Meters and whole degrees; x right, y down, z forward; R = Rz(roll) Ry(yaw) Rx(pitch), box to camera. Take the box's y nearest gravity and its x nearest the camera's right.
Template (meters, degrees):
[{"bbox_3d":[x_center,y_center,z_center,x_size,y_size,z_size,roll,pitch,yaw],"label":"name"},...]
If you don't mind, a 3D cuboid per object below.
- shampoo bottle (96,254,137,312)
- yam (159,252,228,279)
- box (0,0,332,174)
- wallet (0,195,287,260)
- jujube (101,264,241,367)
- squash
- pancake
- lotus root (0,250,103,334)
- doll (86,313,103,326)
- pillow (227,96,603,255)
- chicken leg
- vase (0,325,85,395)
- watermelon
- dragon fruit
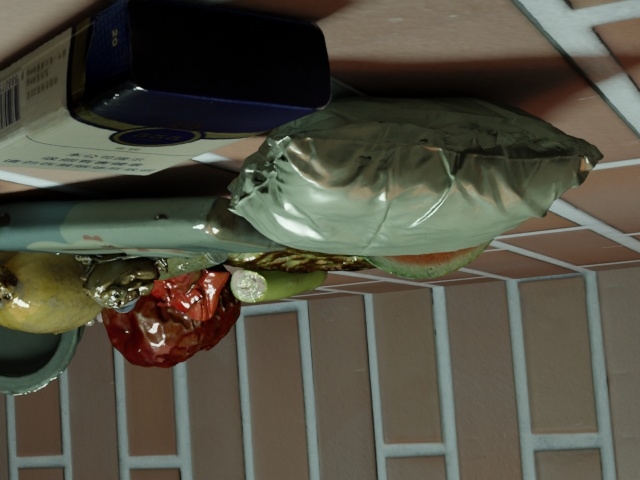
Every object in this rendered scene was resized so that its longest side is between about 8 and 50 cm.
[{"bbox_3d":[-0.315,0.053,1.841,0.072,0.072,0.214,-3,154,-8],"label":"shampoo bottle"},{"bbox_3d":[-0.209,0.015,1.824,0.078,0.078,0.179,2,167,-43],"label":"yam"},{"bbox_3d":[-0.133,-0.106,0.873,0.168,0.071,0.259,2,172,-38],"label":"box"},{"bbox_3d":[-0.229,-0.018,1.486,0.360,0.083,0.252,0,177,23],"label":"wallet"},{"bbox_3d":[-0.264,0.116,2.083,0.213,0.213,0.232,-10,-167,41],"label":"jujube"},{"bbox_3d":[-0.065,0.066,2.147,0.083,0.083,0.250,-8,-176,32],"label":"squash"},{"bbox_3d":[0.001,0.001,1.966,0.427,0.067,0.305,-3,166,3],"label":"pancake"},{"bbox_3d":[-0.447,0.076,1.850,0.169,0.151,0.342,-8,177,12],"label":"lotus root"},{"bbox_3d":[-0.445,0.137,2.612,0.192,0.095,0.149,-8,178,20],"label":"doll"},{"bbox_3d":[0.078,-0.060,1.104,0.310,0.138,0.283,0,172,-10],"label":"pillow"},{"bbox_3d":[-0.258,0.026,1.680,0.196,0.080,0.125,-28,-149,-33],"label":"chicken leg"},{"bbox_3d":[-0.561,0.167,2.259,0.245,0.245,0.291,-4,177,-2],"label":"vase"},{"bbox_3d":[0.141,-0.024,1.655,0.231,0.128,0.146,-3,-169,-23],"label":"watermelon"},{"bbox_3d":[-0.247,0.038,1.955,0.192,0.122,0.092,23,141,-5],"label":"dragon fruit"}]
